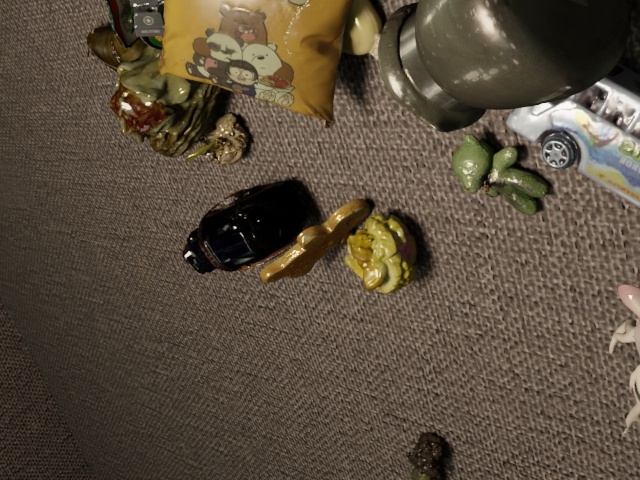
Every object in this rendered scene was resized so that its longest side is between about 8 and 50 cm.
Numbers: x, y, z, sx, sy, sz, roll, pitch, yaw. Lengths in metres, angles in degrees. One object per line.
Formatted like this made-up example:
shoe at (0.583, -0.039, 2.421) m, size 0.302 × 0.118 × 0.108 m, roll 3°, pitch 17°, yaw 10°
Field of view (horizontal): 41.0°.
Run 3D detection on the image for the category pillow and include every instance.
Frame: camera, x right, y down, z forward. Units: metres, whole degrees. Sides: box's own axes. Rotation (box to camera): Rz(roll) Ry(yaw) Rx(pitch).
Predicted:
pillow at (-0.097, -0.335, 1.272) m, size 0.310 × 0.119 × 0.312 m, roll 20°, pitch 133°, yaw 5°

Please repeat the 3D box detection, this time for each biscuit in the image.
biscuit at (0.000, 0.000, 1.569) m, size 0.234 × 0.153 × 0.030 m, roll -43°, pitch 72°, yaw 29°

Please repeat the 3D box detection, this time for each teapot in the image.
teapot at (0.177, -0.279, 1.024) m, size 0.285 × 0.223 × 0.305 m, roll -26°, pitch 87°, yaw 59°

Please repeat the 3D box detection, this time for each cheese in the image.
cheese at (0.067, -0.317, 1.307) m, size 0.251 × 0.054 × 0.127 m, roll 43°, pitch 147°, yaw 13°

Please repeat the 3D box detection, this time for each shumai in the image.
shumai at (-0.302, -0.274, 1.578) m, size 0.189 × 0.218 × 0.255 m, roll 34°, pitch 119°, yaw 17°

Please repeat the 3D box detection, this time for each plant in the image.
plant at (0.224, 0.469, 1.789) m, size 0.085 × 0.087 × 0.174 m, roll -112°, pitch 12°, yaw -48°
plant at (-0.208, -0.191, 1.673) m, size 0.104 × 0.122 × 0.116 m, roll 62°, pitch 152°, yaw 6°

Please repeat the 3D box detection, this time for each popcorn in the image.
popcorn at (0.109, 0.025, 1.494) m, size 0.145 × 0.126 × 0.125 m, roll 78°, pitch 169°, yaw -62°

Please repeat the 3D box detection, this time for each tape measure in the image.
tape measure at (-0.134, -0.031, 1.630) m, size 0.202 × 0.223 × 0.135 m, roll -20°, pitch 103°, yaw 39°

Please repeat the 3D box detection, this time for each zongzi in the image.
zongzi at (-0.400, -0.362, 1.781) m, size 0.187 × 0.084 × 0.184 m, roll 17°, pitch 142°, yaw 49°

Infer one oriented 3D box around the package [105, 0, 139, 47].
package at (-0.313, -0.450, 1.481) m, size 0.040 × 0.232 × 0.166 m, roll 2°, pitch 129°, yaw 24°

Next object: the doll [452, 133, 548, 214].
doll at (0.261, -0.092, 1.270) m, size 0.150 × 0.077 × 0.115 m, roll 30°, pitch 151°, yaw 12°

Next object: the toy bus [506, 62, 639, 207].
toy bus at (0.400, -0.116, 1.061) m, size 0.330 × 0.109 × 0.136 m, roll 37°, pitch 133°, yaw 21°

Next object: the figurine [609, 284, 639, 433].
figurine at (0.506, 0.159, 1.077) m, size 0.316 × 0.206 × 0.284 m, roll -9°, pitch 138°, yaw 36°

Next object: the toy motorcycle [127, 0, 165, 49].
toy motorcycle at (-0.184, -0.387, 1.401) m, size 0.275 × 0.124 × 0.187 m, roll -2°, pitch 137°, yaw 0°
